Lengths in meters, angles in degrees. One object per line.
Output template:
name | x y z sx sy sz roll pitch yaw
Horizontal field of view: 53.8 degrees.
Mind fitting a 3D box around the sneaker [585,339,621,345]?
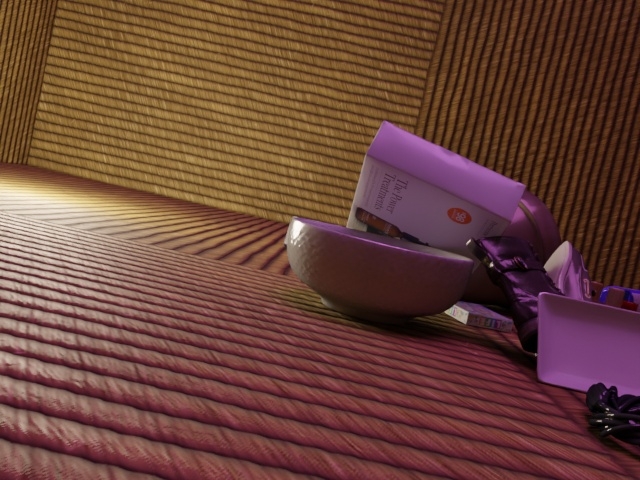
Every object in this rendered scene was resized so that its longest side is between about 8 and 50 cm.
sneaker | 0.470 0.189 0.980 0.188 0.078 0.067 12 4 -14

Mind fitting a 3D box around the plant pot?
plant pot | 0.395 0.033 1.614 0.280 0.323 0.323 -7 12 -24

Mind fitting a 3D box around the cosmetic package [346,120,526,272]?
cosmetic package | 0.207 -0.044 1.282 0.284 0.097 0.377 24 -26 7

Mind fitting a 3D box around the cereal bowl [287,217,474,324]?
cereal bowl | 0.096 0.062 1.136 0.338 0.141 0.339 12 5 -1

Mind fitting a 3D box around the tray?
tray | 0.446 0.171 0.929 0.270 0.145 0.030 12 -29 -1

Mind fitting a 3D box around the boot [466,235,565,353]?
boot | 0.394 0.085 1.086 0.262 0.091 0.229 12 41 -27

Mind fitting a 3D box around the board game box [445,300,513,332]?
board game box | 0.325 0.157 1.342 0.103 0.026 0.154 12 4 -13

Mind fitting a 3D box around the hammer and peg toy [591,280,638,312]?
hammer and peg toy | 0.746 0.185 1.566 0.265 0.127 0.361 12 4 -33

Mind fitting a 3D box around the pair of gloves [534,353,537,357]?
pair of gloves | 0.407 0.204 1.068 0.083 0.010 0.074 9 7 -21

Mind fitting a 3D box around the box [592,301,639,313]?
box | 0.572 0.178 1.344 0.275 0.094 0.113 13 4 13

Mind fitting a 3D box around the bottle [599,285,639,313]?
bottle | 0.974 0.210 1.973 0.282 0.118 0.092 8 5 -37

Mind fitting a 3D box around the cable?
cable | 0.376 0.211 0.698 0.150 0.047 0.184 19 3 15

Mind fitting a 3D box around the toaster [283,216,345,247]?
toaster | 0.000 0.000 1.916 0.168 0.110 0.185 10 5 -27

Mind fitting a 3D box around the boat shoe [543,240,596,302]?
boat shoe | 0.484 0.113 1.237 0.091 0.109 0.305 29 40 3
